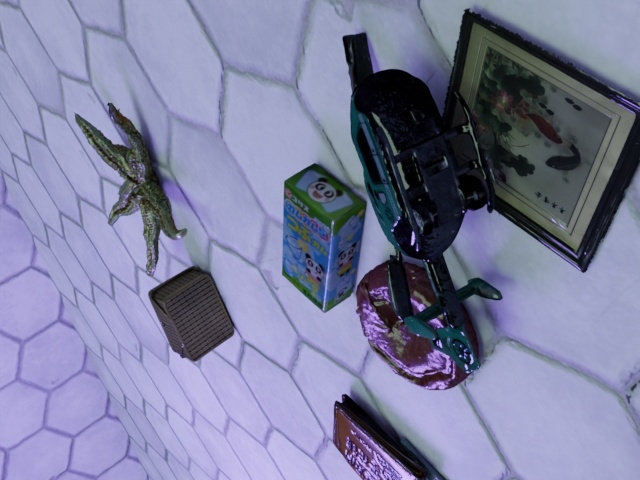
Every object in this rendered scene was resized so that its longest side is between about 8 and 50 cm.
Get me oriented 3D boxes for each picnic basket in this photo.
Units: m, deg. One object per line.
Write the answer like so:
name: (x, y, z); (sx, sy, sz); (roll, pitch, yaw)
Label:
picnic basket: (-0.254, 0.145, 1.538); (0.079, 0.115, 0.164); (12, 129, 51)

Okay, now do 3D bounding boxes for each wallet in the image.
wallet: (0.091, 0.358, 1.277); (0.195, 0.042, 0.161); (42, 153, 31)

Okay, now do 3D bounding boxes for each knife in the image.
knife: (0.196, 0.385, 1.185); (0.210, 0.015, 0.028); (45, 157, 22)

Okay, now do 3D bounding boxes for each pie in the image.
pie: (0.119, 0.105, 0.974); (0.182, 0.050, 0.182); (32, 140, 32)

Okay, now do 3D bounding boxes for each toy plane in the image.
toy plane: (0.101, -0.026, 0.796); (0.155, 0.106, 0.381); (16, 131, 65)

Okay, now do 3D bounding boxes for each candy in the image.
candy: (0.000, 0.000, 1.043); (0.097, 0.062, 0.194); (41, 147, 28)

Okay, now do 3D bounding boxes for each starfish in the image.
starfish: (-0.359, -0.102, 1.483); (0.347, 0.078, 0.358); (60, 152, -8)

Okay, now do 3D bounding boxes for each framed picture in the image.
framed picture: (0.189, -0.087, 0.707); (0.195, 0.010, 0.199); (41, 149, 28)
